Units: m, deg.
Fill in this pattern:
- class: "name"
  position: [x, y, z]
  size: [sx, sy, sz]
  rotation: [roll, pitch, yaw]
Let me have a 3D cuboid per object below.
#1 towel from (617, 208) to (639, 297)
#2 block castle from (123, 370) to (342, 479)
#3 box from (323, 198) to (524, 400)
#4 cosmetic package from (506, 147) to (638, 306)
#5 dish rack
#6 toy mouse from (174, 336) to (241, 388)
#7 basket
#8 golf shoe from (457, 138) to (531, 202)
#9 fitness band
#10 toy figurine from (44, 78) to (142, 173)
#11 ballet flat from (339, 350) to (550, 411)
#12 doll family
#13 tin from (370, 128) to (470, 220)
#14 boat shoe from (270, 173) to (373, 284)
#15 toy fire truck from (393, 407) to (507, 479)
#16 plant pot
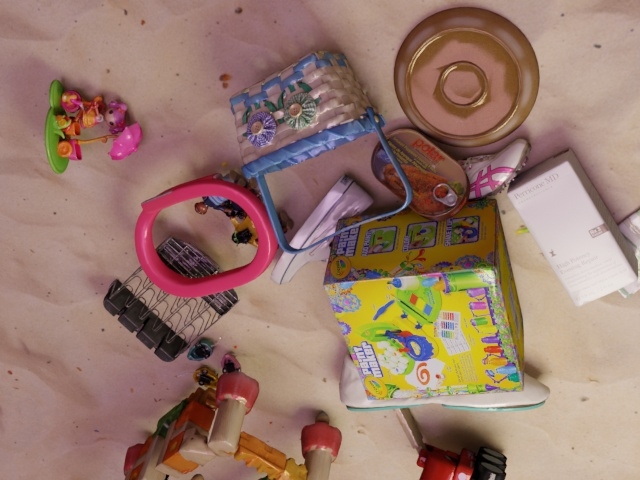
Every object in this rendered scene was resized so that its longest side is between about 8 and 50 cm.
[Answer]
- class: "towel"
  position: [0.532, 0.019, 1.507]
  size: [0.113, 0.023, 0.152]
  rotation: [40, 121, -7]
- class: "block castle"
  position: [-0.202, 0.463, 1.870]
  size: [0.303, 0.212, 0.453]
  rotation: [35, 129, -20]
- class: "box"
  position: [0.186, 0.109, 1.532]
  size: [0.279, 0.177, 0.290]
  rotation: [-7, 129, 17]
- class: "cosmetic package"
  position: [0.414, -0.020, 1.473]
  size: [0.117, 0.085, 0.231]
  rotation: [-30, 100, 27]
- class: "dish rack"
  position: [-0.292, 0.111, 1.790]
  size: [0.208, 0.074, 0.271]
  rotation: [44, 119, -10]
- class: "toy mouse"
  position: [-0.216, 0.245, 1.858]
  size: [0.161, 0.031, 0.143]
  rotation: [17, 121, 8]
- class: "basket"
  position: [-0.011, -0.144, 1.477]
  size: [0.255, 0.201, 0.288]
  rotation: [-24, 94, 26]
- class: "golf shoe"
  position: [0.268, -0.110, 1.494]
  size: [0.086, 0.067, 0.186]
  rotation: [42, 121, -6]
- class: "fitness band"
  position: [-0.214, -0.005, 1.634]
  size: [0.291, 0.054, 0.209]
  rotation: [-16, 107, 27]
- class: "toy figurine"
  position: [-0.406, -0.209, 1.647]
  size: [0.159, 0.130, 0.173]
  rotation: [-1, 93, 3]
- class: "ballet flat"
  position: [0.219, 0.250, 1.680]
  size: [0.400, 0.139, 0.139]
  rotation: [-4, 116, 20]
- class: "doll family"
  position: [-0.148, -0.048, 1.659]
  size: [0.111, 0.076, 0.193]
  rotation: [-33, 99, 34]
- class: "tin"
  position: [0.166, -0.109, 1.485]
  size: [0.106, 0.040, 0.190]
  rotation: [-50, 59, 7]
- class: "boat shoe"
  position: [0.000, 0.000, 1.621]
  size: [0.084, 0.095, 0.258]
  rotation: [38, 123, 0]
- class: "toy fire truck"
  position: [0.226, 0.417, 1.720]
  size: [0.246, 0.217, 0.158]
  rotation: [20, 93, 12]
- class: "plant pot"
  position: [0.231, -0.254, 1.449]
  size: [0.236, 0.032, 0.236]
  rotation: [7, 120, 13]
